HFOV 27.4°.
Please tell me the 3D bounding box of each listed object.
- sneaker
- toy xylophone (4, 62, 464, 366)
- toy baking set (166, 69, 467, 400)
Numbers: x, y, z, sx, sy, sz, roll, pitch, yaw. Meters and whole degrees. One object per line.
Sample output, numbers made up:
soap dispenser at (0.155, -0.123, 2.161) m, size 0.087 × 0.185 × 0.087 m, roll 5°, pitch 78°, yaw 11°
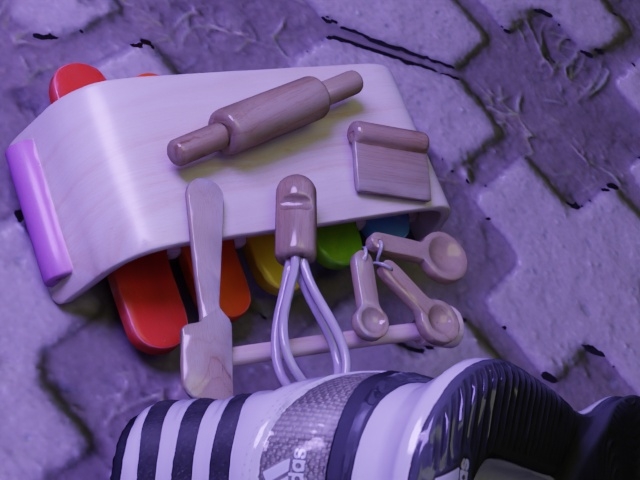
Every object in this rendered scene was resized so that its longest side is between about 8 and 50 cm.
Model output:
sneaker at (0.044, 0.156, 0.757) m, size 0.447 × 0.257 × 0.169 m, roll 36°, pitch 59°, yaw -55°
toy xylophone at (-0.036, -0.018, 0.865) m, size 0.323 × 0.081 × 0.236 m, roll 0°, pitch 64°, yaw -32°
toy baking set at (-0.003, -0.006, 0.805) m, size 0.256 × 0.030 × 0.196 m, roll -21°, pitch 77°, yaw -39°
